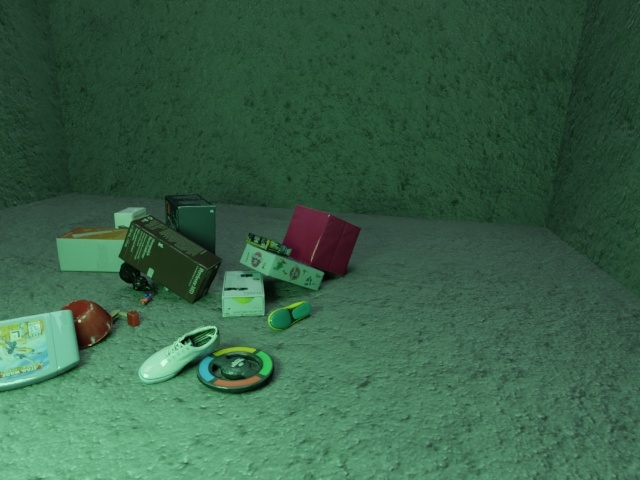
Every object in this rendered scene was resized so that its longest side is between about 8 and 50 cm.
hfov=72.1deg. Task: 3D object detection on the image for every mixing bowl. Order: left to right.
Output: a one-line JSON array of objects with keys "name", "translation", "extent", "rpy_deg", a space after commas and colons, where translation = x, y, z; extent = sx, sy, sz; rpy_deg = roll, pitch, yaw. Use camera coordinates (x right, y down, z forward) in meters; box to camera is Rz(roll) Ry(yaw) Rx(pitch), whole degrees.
[{"name": "mixing bowl", "translation": [-0.806, 0.264, 1.474], "extent": [0.182, 0.098, 0.181], "rpy_deg": [0, 36, 0]}]

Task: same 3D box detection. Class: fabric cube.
[{"name": "fabric cube", "translation": [0.000, 0.000, 2.170], "extent": [0.254, 0.257, 0.259], "rpy_deg": [18, -2, 45]}]

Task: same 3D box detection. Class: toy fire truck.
[{"name": "toy fire truck", "translation": [-0.771, 0.281, 1.609], "extent": [0.192, 0.047, 0.135], "rpy_deg": [13, 19, 35]}]

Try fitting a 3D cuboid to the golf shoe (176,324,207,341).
[{"name": "golf shoe", "translation": [-0.436, 0.330, 1.456], "extent": [0.086, 0.069, 0.176], "rpy_deg": [0, 14, 14]}]

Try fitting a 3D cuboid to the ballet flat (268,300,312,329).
[{"name": "ballet flat", "translation": [-0.129, 0.285, 1.661], "extent": [0.077, 0.077, 0.231], "rpy_deg": [-12, 1, 40]}]

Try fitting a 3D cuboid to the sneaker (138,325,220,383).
[{"name": "sneaker", "translation": [-0.420, 0.327, 1.313], "extent": [0.258, 0.091, 0.094], "rpy_deg": [-29, 59, -33]}]

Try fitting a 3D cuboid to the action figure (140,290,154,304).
[{"name": "action figure", "translation": [-0.710, 0.238, 1.796], "extent": [0.038, 0.030, 0.115], "rpy_deg": [-4, 10, -5]}]

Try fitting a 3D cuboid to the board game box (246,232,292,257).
[{"name": "board game box", "translation": [-0.232, 0.020, 1.979], "extent": [0.141, 0.048, 0.170], "rpy_deg": [20, -1, -40]}]

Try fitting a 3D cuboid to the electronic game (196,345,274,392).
[{"name": "electronic game", "translation": [-0.254, 0.383, 1.322], "extent": [0.230, 0.048, 0.229], "rpy_deg": [2, 16, -1]}]

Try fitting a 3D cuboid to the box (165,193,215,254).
[{"name": "box", "translation": [-0.654, -0.037, 2.197], "extent": [0.179, 0.342, 0.313], "rpy_deg": [-6, 17, -30]}]

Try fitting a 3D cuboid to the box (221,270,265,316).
[{"name": "box", "translation": [-0.318, 0.214, 1.826], "extent": [0.169, 0.087, 0.290], "rpy_deg": [0, 16, -8]}]

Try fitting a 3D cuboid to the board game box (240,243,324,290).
[{"name": "board game box", "translation": [-0.168, 0.118, 1.958], "extent": [0.304, 0.097, 0.224], "rpy_deg": [24, -3, -43]}]

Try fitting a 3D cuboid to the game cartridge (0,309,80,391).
[{"name": "game cartridge", "translation": [-0.861, 0.318, 1.253], "extent": [0.298, 0.062, 0.198], "rpy_deg": [-8, 58, -33]}]

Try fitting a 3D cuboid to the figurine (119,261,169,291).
[{"name": "figurine", "translation": [-0.728, 0.169, 1.895], "extent": [0.215, 0.092, 0.210], "rpy_deg": [8, 14, -41]}]

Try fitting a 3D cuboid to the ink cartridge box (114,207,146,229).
[{"name": "ink cartridge box", "translation": [-1.021, -0.050, 2.383], "extent": [0.100, 0.236, 0.172], "rpy_deg": [3, 16, 2]}]

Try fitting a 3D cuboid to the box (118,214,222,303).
[{"name": "box", "translation": [-0.627, 0.076, 1.835], "extent": [0.382, 0.191, 0.143], "rpy_deg": [30, 22, 4]}]

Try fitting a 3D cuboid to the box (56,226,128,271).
[{"name": "box", "translation": [-1.070, 0.043, 2.180], "extent": [0.346, 0.168, 0.215], "rpy_deg": [1, 16, -2]}]
